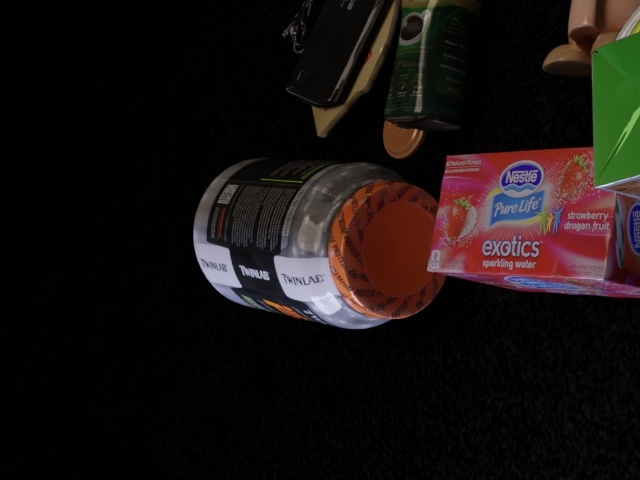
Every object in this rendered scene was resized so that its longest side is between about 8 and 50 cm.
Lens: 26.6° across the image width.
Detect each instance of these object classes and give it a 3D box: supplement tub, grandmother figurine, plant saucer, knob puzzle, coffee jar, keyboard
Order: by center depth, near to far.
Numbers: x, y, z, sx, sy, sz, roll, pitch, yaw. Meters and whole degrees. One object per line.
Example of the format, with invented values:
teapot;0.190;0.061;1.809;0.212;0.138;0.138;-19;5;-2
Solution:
grandmother figurine;0.298;-0.346;1.364;0.208;0.104;0.342;-6;78;46
coffee jar;0.133;-0.223;1.580;0.096;0.079;0.184;4;84;57
supplement tub;0.000;0.000;1.604;0.316;0.194;0.193;8;86;57
plant saucer;0.103;-0.141;1.659;0.083;0.013;0.083;-24;61;52
knob puzzle;0.052;-0.248;1.746;0.213;0.030;0.213;-41;37;41
keyboard;0.039;-0.327;1.762;0.201;0.033;0.317;32;97;56

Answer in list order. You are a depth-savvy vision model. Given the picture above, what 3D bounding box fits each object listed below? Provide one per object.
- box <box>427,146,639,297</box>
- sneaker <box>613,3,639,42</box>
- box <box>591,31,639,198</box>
box;0.235;-0.017;1.324;0.257;0.123;0.128;2;81;56
sneaker;0.363;-0.195;1.213;0.121;0.111;0.300;53;125;44
box;0.382;-0.103;1.037;0.262;0.231;0.126;-16;67;53
